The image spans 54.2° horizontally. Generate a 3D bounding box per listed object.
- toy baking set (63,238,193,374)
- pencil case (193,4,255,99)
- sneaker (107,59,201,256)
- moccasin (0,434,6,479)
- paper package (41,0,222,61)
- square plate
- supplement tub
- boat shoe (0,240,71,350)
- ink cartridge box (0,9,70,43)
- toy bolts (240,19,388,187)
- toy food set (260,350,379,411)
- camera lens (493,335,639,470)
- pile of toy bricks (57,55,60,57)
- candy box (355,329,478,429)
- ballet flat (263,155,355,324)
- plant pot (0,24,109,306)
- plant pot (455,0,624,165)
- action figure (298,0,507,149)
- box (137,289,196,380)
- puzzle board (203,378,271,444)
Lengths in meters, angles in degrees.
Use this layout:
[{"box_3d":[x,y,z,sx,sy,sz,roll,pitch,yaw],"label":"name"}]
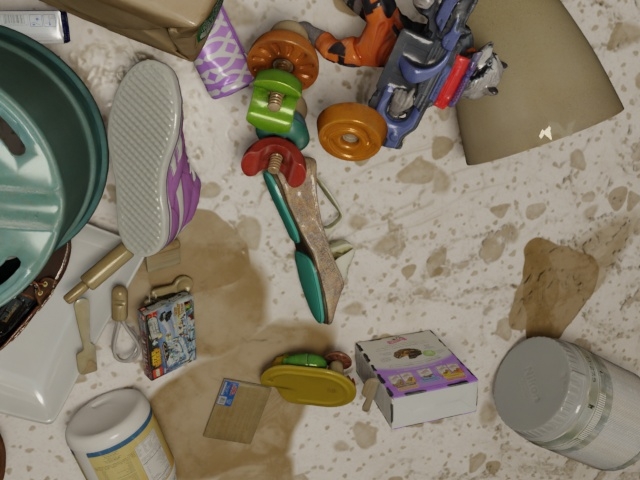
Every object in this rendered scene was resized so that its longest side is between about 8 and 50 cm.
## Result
[{"box_3d":[-0.315,0.105,1.024,0.256,0.030,0.196,-40,130,-17],"label":"toy baking set"},{"box_3d":[-0.164,-0.313,0.935,0.088,0.086,0.206,-16,117,22],"label":"pencil case"},{"box_3d":[-0.239,-0.131,0.949,0.102,0.161,0.281,14,110,11],"label":"sneaker"},{"box_3d":[-0.638,0.470,1.033,0.139,0.147,0.380,31,97,-23],"label":"moccasin"},{"box_3d":[-0.237,-0.439,0.769,0.310,0.168,0.324,20,86,-11],"label":"paper package"},{"box_3d":[-0.505,0.090,0.970,0.344,0.049,0.347,28,94,-29],"label":"square plate"},{"box_3d":[-0.339,0.378,1.091,0.145,0.144,0.199,-19,113,-9],"label":"supplement tub"},{"box_3d":[-0.435,0.074,0.929,0.073,0.073,0.206,31,91,-29],"label":"boat shoe"},{"box_3d":[-0.457,-0.291,0.853,0.207,0.097,0.046,-5,110,-15],"label":"ink cartridge box"},{"box_3d":[-0.017,-0.198,0.939,0.219,0.228,0.158,17,59,-11],"label":"toy bolts"},{"box_3d":[0.001,0.251,1.169,0.218,0.071,0.128,6,137,7],"label":"toy food set"},{"box_3d":[0.528,0.337,1.289,0.274,0.219,0.219,26,100,-22],"label":"camera lens"},{"box_3d":[-0.474,-0.208,0.872,0.213,0.105,0.117,-6,110,-14],"label":"pile of toy bricks"},{"box_3d":[0.173,0.252,1.168,0.165,0.196,0.070,-8,112,-14],"label":"candy box"},{"box_3d":[0.000,0.000,1.086,0.106,0.107,0.315,-24,115,-15],"label":"ballet flat"},{"box_3d":[-0.413,-0.078,0.691,0.342,0.334,0.340,-5,106,-17],"label":"plant pot"},{"box_3d":[0.318,-0.296,1.020,0.257,0.256,0.273,-22,96,-8],"label":"plant pot"},{"box_3d":[0.135,-0.329,0.901,0.330,0.178,0.341,35,125,1],"label":"action figure"},{"box_3d":[-0.261,0.163,1.072,0.094,0.027,0.136,-22,126,-41],"label":"box"},{"box_3d":[-0.159,0.328,1.200,0.097,0.011,0.128,16,102,-19],"label":"puzzle board"}]
